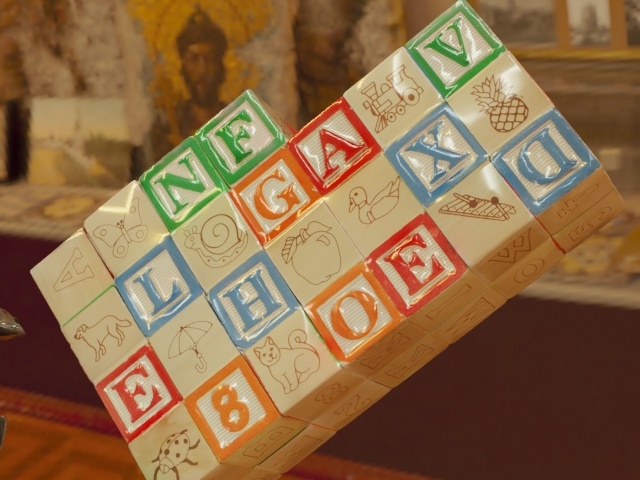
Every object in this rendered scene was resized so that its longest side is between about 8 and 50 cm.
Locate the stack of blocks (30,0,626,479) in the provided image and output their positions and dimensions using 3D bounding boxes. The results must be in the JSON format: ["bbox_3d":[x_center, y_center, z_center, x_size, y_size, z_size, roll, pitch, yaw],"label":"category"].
[{"bbox_3d":[0.000,0.000,0.728,0.297,0.171,0.087,-38,-24,9],"label":"stack of blocks"}]

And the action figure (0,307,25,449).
[{"bbox_3d":[-0.218,0.103,0.541,0.164,0.275,0.141,1,-11,27],"label":"action figure"}]
